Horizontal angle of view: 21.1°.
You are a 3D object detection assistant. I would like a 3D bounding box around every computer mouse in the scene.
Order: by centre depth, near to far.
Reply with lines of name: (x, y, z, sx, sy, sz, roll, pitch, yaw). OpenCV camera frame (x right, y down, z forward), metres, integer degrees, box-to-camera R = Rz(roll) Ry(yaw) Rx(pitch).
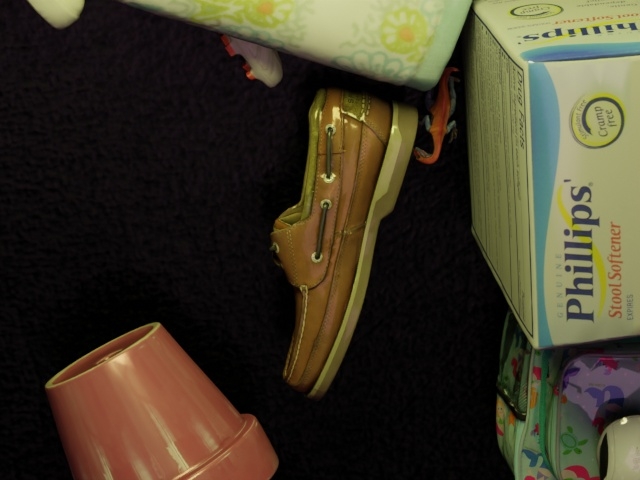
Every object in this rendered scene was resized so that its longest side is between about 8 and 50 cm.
computer mouse: (0.295, 0.249, 1.638, 0.106, 0.042, 0.193, -6, 125, -1)

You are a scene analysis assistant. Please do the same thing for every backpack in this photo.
backpack: (0.293, 0.169, 1.728, 0.225, 0.191, 0.253, 2, 117, -10)

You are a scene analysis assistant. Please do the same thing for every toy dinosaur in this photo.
toy dinosaur: (0.107, -0.116, 1.644, 0.047, 0.090, 0.082, 5, 80, 6)

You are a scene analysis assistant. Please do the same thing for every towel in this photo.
towel: (0.013, -0.346, 1.497, 0.321, 0.090, 0.374, 15, 100, -17)

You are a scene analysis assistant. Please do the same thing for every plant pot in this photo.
plant pot: (-0.169, 0.188, 1.670, 0.201, 0.201, 0.180, -28, 97, 4)

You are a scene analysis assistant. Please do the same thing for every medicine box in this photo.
medicine box: (0.226, -0.084, 1.550, 0.149, 0.289, 0.263, -7, 113, -5)

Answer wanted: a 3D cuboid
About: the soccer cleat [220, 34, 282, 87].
soccer cleat: (-0.075, -0.231, 1.571, 0.076, 0.068, 0.196, -30, 110, 1)

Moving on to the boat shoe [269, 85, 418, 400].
boat shoe: (0.000, 0.000, 1.661, 0.104, 0.111, 0.307, 14, 100, -9)

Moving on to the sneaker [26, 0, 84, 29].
sneaker: (-0.247, -0.326, 1.484, 0.123, 0.106, 0.290, -21, 112, 3)
